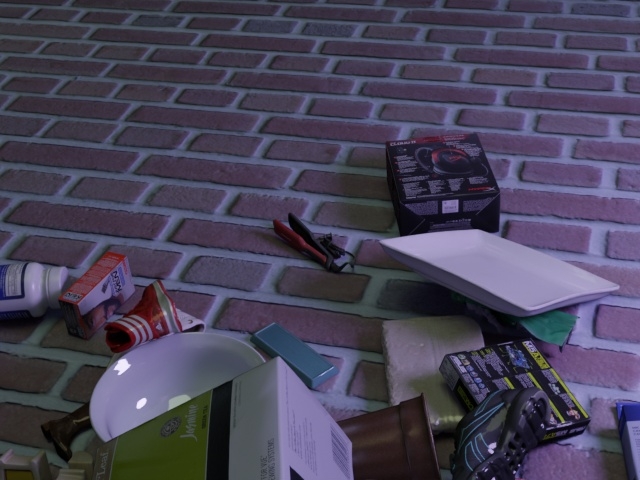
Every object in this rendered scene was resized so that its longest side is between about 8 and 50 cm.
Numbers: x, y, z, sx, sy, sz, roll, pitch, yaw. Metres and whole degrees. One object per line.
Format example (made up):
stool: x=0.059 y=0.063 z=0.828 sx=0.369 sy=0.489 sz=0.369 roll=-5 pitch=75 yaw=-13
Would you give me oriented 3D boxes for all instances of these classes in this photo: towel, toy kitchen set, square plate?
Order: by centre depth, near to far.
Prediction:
toy kitchen set: x=-0.450 y=0.425 z=1.523 sx=0.166 sy=0.122 sz=0.207 roll=0 pitch=15 yaw=9
towel: x=0.205 y=0.237 z=1.737 sx=0.187 sy=0.049 sz=0.282 roll=-4 pitch=36 yaw=3
square plate: x=0.339 y=0.061 z=1.878 sx=0.344 sy=0.049 sz=0.347 roll=25 pitch=20 yaw=39

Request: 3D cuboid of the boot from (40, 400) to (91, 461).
boot: x=-0.411 y=0.324 z=1.704 sx=0.114 sy=0.037 sz=0.106 roll=-22 pitch=40 yaw=-30

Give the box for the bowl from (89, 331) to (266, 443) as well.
bowl: x=-0.221 y=0.295 z=1.631 sx=0.298 sy=0.134 sz=0.298 roll=-3 pitch=36 yaw=2

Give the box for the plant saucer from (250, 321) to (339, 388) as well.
plant saucer: x=-0.051 y=0.208 z=1.835 sx=0.067 sy=0.018 sz=0.192 roll=-28 pitch=40 yaw=-30

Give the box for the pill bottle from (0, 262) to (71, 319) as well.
pill bottle: x=-0.602 y=0.101 z=1.976 sx=0.187 sy=0.112 sz=0.112 roll=-4 pitch=35 yaw=0

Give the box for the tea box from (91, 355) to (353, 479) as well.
tea box: x=-0.131 y=0.391 z=1.314 sx=0.323 sy=0.220 sz=0.329 roll=-26 pitch=32 yaw=15

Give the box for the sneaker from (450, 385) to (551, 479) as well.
sneaker: x=0.244 y=0.326 z=1.474 sx=0.106 sy=0.101 sz=0.267 roll=6 pitch=44 yaw=46

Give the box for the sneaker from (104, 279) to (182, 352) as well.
sneaker: x=-0.326 y=0.132 z=1.738 sx=0.128 sy=0.087 sz=0.221 roll=-19 pitch=8 yaw=-15

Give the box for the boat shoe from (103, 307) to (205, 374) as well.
boat shoe: x=-0.297 y=0.215 z=1.786 sx=0.096 sy=0.098 sz=0.277 roll=9 pitch=36 yaw=21

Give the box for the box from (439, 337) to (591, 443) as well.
box: x=0.321 y=0.254 z=1.638 sx=0.184 sy=0.045 sz=0.190 roll=-6 pitch=43 yaw=-28

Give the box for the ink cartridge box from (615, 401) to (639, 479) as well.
ink cartridge box: x=0.571 y=0.347 z=1.522 sx=0.186 sy=0.065 sz=0.311 roll=0 pitch=33 yaw=7

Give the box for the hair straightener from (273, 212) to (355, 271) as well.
hair straightener: x=0.000 y=0.000 z=2.100 sx=0.089 sy=0.047 sz=0.230 roll=-29 pitch=41 yaw=-29

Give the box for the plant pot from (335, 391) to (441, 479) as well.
plant pot: x=0.097 y=0.332 z=1.526 sx=0.165 sy=0.167 sz=0.167 roll=-11 pitch=35 yaw=4

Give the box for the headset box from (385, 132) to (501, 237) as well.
headset box: x=0.265 y=-0.132 z=2.199 sx=0.218 sy=0.110 sz=0.293 roll=-6 pitch=35 yaw=-1

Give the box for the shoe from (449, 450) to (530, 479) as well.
shoe: x=0.275 y=0.382 z=1.510 sx=0.081 sy=0.063 sz=0.178 roll=-19 pitch=42 yaw=-21

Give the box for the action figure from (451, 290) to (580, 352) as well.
action figure: x=0.349 y=0.135 z=1.822 sx=0.232 sy=0.063 sz=0.137 roll=22 pitch=22 yaw=21

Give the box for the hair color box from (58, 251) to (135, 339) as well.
hair color box: x=-0.442 y=0.108 z=1.963 sx=0.053 sy=0.093 sz=0.167 roll=13 pitch=39 yaw=24
